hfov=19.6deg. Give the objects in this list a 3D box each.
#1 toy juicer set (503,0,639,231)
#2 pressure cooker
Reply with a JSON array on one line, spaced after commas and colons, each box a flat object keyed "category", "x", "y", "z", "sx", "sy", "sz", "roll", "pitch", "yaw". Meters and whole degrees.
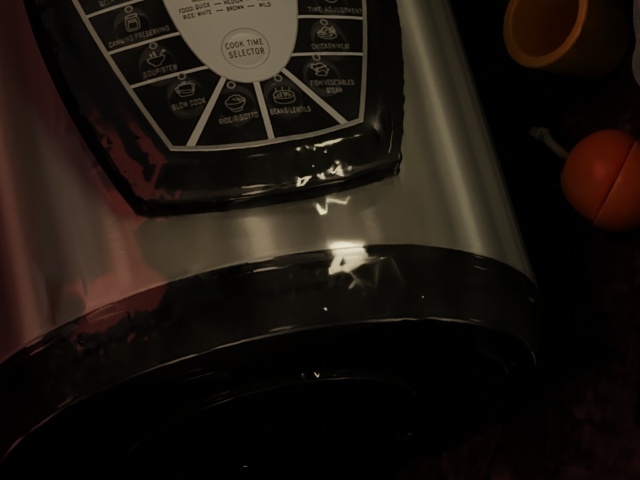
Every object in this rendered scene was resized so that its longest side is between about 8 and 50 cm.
[{"category": "toy juicer set", "x": 0.248, "y": -0.114, "z": 1.077, "sx": 0.329, "sy": 0.089, "sz": 0.209, "roll": -23, "pitch": 61, "yaw": 40}, {"category": "pressure cooker", "x": -0.083, "y": -0.063, "z": 1.182, "sx": 0.375, "sy": 0.370, "sz": 0.420, "roll": -26, "pitch": 64, "yaw": 26}]
